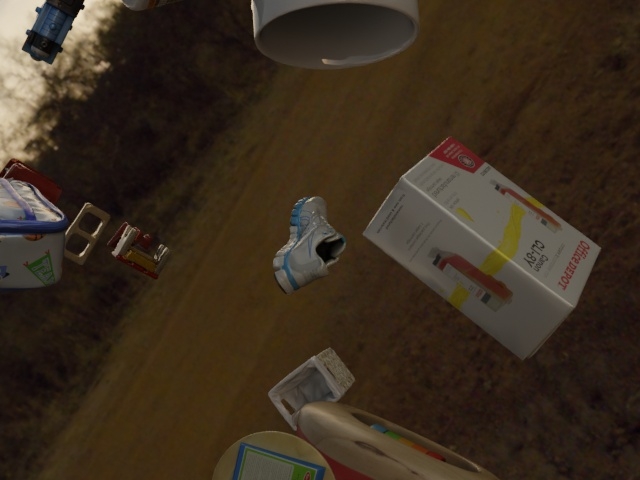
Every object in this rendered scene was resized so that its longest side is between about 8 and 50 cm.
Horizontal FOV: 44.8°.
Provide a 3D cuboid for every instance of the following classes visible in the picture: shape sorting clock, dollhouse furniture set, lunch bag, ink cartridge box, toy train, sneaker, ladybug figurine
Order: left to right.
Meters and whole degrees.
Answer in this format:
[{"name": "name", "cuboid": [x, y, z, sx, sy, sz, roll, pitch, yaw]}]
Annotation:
[{"name": "lunch bag", "cuboid": [-0.471, -0.021, 1.046, 0.303, 0.243, 0.114, 29, 116, 56]}, {"name": "toy train", "cuboid": [-0.521, -0.435, 1.526, 0.184, 0.080, 0.105, -61, 24, 4]}, {"name": "dollhouse furniture set", "cuboid": [-0.528, -0.015, 1.654, 0.152, 0.374, 0.201, -60, 23, -4]}, {"name": "shape sorting clock", "cuboid": [-0.073, 0.403, 1.233, 0.206, 0.206, 0.040, -50, -9, 11]}, {"name": "sneaker", "cuboid": [0.000, 0.000, 1.058, 0.083, 0.071, 0.190, -15, 33, 22]}, {"name": "ladybug figurine", "cuboid": [0.132, 0.434, 1.419, 0.450, 0.305, 0.161, 21, 86, 32]}, {"name": "ink cartridge box", "cuboid": [0.320, 0.003, 1.502, 0.279, 0.385, 0.160, -39, -15, -53]}]

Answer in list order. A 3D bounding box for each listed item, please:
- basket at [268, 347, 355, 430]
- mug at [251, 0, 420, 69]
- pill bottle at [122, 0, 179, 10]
[{"name": "basket", "cuboid": [-0.016, 0.336, 1.777, 0.167, 0.113, 0.103, -42, -9, 30]}, {"name": "mug", "cuboid": [-0.005, -0.498, 1.266, 0.276, 0.374, 0.327, -8, 80, 27]}, {"name": "pill bottle", "cuboid": [-0.238, -0.527, 1.419, 0.279, 0.162, 0.162, -23, 4, -26]}]
